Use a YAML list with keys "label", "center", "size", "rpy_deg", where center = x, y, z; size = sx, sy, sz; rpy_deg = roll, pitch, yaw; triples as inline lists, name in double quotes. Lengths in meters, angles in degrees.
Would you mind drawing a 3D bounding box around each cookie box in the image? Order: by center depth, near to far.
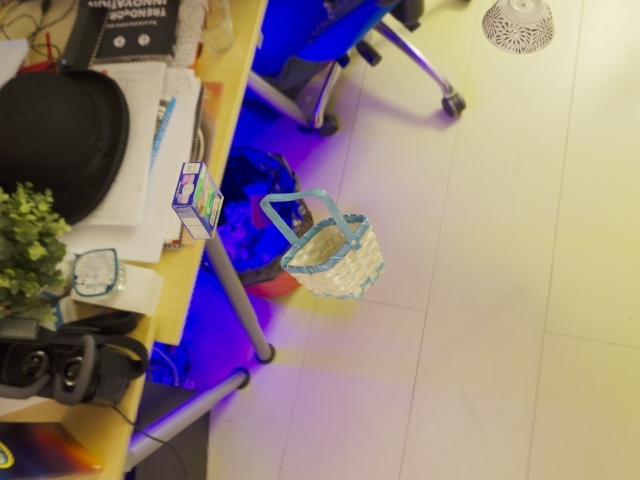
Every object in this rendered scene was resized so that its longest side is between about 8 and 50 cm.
- label: "cookie box"
  center: [-0.208, -0.067, 1.070]
  size: [0.040, 0.107, 0.092]
  rpy_deg: [1, 60, 12]

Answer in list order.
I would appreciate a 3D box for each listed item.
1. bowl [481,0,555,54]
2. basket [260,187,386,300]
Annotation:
- label: "bowl"
  center: [0.464, -0.520, 1.442]
  size: [0.170, 0.080, 0.170]
  rpy_deg: [-1, 65, 2]
- label: "basket"
  center: [0.000, 0.000, 1.503]
  size: [0.255, 0.289, 0.201]
  rpy_deg: [2, 47, 54]
